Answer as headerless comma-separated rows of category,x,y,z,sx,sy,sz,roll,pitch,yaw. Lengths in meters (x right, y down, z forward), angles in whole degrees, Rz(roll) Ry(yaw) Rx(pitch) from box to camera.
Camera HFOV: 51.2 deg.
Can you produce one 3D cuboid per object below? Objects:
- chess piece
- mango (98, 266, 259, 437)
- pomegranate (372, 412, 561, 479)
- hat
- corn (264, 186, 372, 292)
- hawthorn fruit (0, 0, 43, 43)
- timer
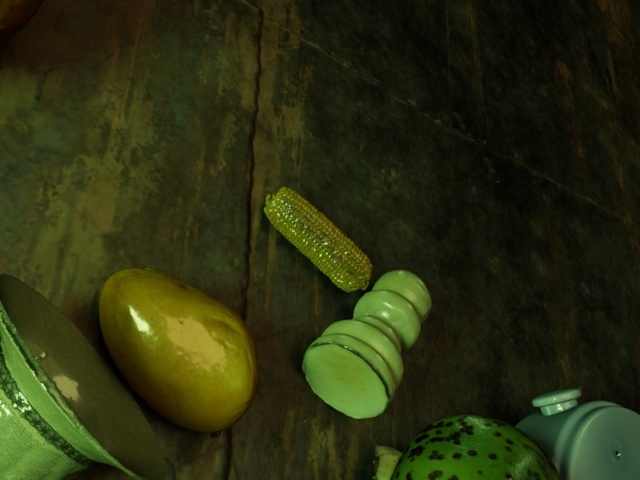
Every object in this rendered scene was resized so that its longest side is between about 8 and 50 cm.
chess piece,0.090,0.131,0.979,0.133,0.133,0.243,52,43,-7
mango,-0.164,0.122,0.786,0.147,0.109,0.227,-41,98,-18
pomegranate,0.183,0.351,0.876,0.254,0.271,0.254,-36,134,-51
hat,-0.276,0.168,0.637,0.130,0.257,0.257,-37,95,-11
corn,0.000,0.000,1.000,0.207,0.068,0.068,45,49,-13
hawthorn fruit,-0.403,-0.367,0.738,0.285,0.285,0.369,42,27,-16
timer,0.429,0.428,1.069,0.395,0.173,0.394,16,61,-31
